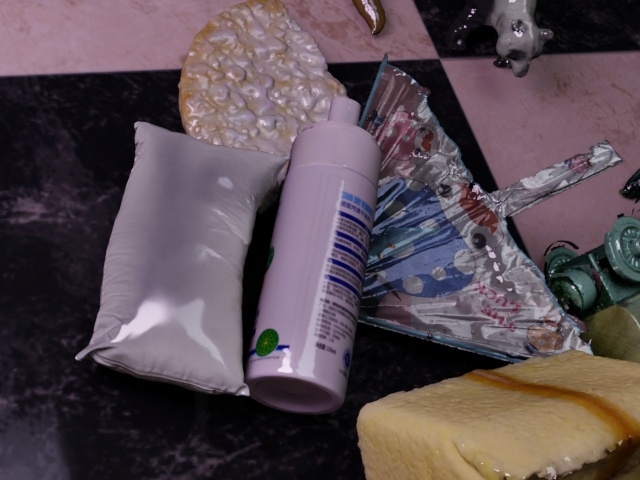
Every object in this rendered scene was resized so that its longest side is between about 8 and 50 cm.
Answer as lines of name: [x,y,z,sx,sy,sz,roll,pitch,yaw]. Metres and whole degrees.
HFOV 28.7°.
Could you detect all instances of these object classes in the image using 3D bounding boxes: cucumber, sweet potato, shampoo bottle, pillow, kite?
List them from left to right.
pillow: [-0.113,0.010,1.081,0.144,0.078,0.254,7,57,2]
shampoo bottle: [0.000,0.000,1.129,0.092,0.092,0.303,19,62,-17]
sweet potato: [0.040,-0.344,1.418,0.069,0.059,0.249,-17,72,-14]
kite: [0.134,-0.020,1.205,0.368,0.014,0.406,-25,68,-15]
cucumber: [0.412,-0.094,1.474,0.184,0.033,0.036,-36,102,-37]

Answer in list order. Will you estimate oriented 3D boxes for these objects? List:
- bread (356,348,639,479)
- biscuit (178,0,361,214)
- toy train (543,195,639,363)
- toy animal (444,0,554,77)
bread: [0.197,0.234,1.020,0.263,0.198,0.236,-11,100,-29]
biscuit: [-0.050,-0.137,1.247,0.188,0.040,0.265,20,55,-16]
toy train: [0.363,0.048,1.317,0.307,0.126,0.189,-20,91,-37]
toy animal: [0.206,-0.282,1.424,0.094,0.121,0.225,14,57,-21]
